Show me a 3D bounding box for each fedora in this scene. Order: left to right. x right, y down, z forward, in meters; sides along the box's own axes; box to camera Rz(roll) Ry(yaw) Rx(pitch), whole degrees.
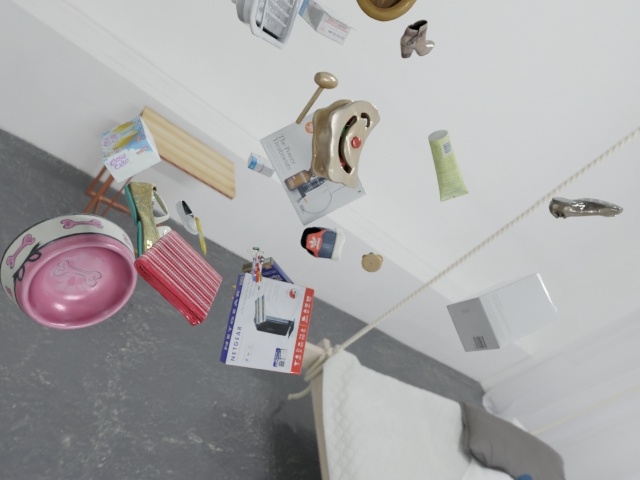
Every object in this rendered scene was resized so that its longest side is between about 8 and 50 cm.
[{"bbox_3d":[0.178,-0.682,1.117,0.194,0.194,0.079,44,16,-8],"label":"fedora"}]

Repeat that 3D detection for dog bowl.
[{"bbox_3d":[-0.811,0.120,1.412,0.150,0.407,0.408,36,14,38],"label":"dog bowl"}]

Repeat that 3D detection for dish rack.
[{"bbox_3d":[-0.107,-0.613,0.974,0.072,0.285,0.333,21,19,4],"label":"dish rack"}]

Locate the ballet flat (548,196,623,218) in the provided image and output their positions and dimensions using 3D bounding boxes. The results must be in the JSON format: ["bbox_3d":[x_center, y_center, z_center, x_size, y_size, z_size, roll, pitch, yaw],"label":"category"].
[{"bbox_3d":[0.766,-0.088,1.222,0.250,0.058,0.084,0,22,-19],"label":"ballet flat"}]

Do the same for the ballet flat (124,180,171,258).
[{"bbox_3d":[-0.519,-0.047,1.295,0.123,0.123,0.348,15,43,-49],"label":"ballet flat"}]

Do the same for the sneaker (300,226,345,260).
[{"bbox_3d":[0.000,0.000,1.582,0.148,0.131,0.350,13,-2,-3],"label":"sneaker"}]

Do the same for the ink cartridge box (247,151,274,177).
[{"bbox_3d":[-0.278,-0.357,1.990,0.123,0.052,0.088,20,32,-23],"label":"ink cartridge box"}]

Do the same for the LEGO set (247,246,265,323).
[{"bbox_3d":[-0.202,0.129,1.290,0.060,0.182,0.244,1,76,-15],"label":"LEGO set"}]

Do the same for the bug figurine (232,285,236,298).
[{"bbox_3d":[-0.301,0.274,2.159,0.216,0.279,0.072,18,73,-69],"label":"bug figurine"}]

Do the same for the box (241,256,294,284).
[{"bbox_3d":[-0.213,0.156,1.763,0.225,0.137,0.036,56,25,-48],"label":"box"}]

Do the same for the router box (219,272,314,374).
[{"bbox_3d":[-0.196,0.320,1.608,0.301,0.082,0.335,17,75,-27],"label":"router box"}]

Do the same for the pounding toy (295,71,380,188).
[{"bbox_3d":[0.041,-0.276,1.061,0.154,0.269,0.155,-11,24,-36],"label":"pounding toy"}]

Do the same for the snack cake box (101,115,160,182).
[{"bbox_3d":[-0.636,-0.311,1.405,0.264,0.152,0.089,50,-14,49],"label":"snack cake box"}]

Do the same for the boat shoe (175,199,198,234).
[{"bbox_3d":[-0.654,-0.119,2.100,0.066,0.063,0.184,-21,84,-46],"label":"boat shoe"}]

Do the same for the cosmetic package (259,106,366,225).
[{"bbox_3d":[-0.028,-0.287,1.669,0.377,0.285,0.097,62,-2,-8],"label":"cosmetic package"}]

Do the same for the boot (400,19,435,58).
[{"bbox_3d":[0.244,-0.495,1.027,0.119,0.087,0.042,-31,68,-19],"label":"boot"}]

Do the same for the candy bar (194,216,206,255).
[{"bbox_3d":[-0.466,-0.018,1.645,0.040,0.018,0.161,-137,-144,-65],"label":"candy bar"}]

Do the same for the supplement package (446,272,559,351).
[{"bbox_3d":[0.624,0.246,1.449,0.293,0.177,0.175,-16,79,-25],"label":"supplement package"}]

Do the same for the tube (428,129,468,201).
[{"bbox_3d":[0.390,-0.225,1.309,0.062,0.070,0.240,-47,128,-25],"label":"tube"}]

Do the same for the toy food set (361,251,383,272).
[{"bbox_3d":[0.199,0.086,1.649,0.083,0.083,0.020,16,23,4],"label":"toy food set"}]

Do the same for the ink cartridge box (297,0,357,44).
[{"bbox_3d":[0.019,-0.634,1.223,0.104,0.061,0.181,7,39,-37],"label":"ink cartridge box"}]

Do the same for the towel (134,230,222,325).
[{"bbox_3d":[-0.334,0.081,1.025,0.199,0.031,0.275,49,7,-14],"label":"towel"}]
